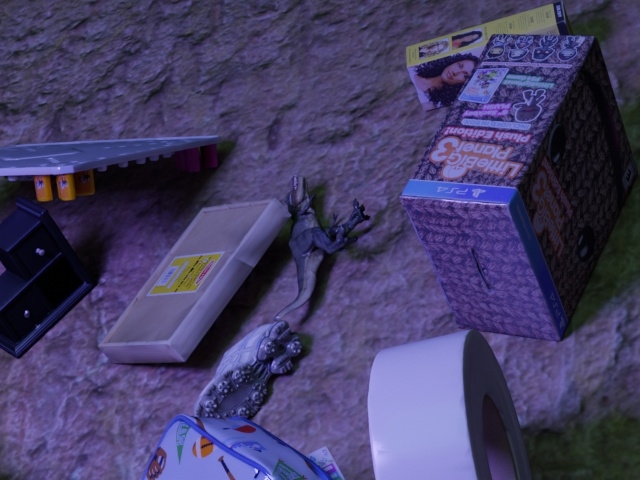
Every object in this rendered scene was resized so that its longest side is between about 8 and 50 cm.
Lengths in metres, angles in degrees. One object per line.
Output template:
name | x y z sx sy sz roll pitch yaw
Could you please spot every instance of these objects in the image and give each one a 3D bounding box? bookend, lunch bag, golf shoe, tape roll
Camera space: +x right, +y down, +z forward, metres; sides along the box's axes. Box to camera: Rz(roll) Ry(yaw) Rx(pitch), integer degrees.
bookend | -0.420 0.050 2.187 0.156 0.157 0.072 -44 42 -21
lunch bag | -0.105 0.347 1.624 0.243 0.115 0.303 25 100 46
golf shoe | -0.102 0.170 1.966 0.176 0.069 0.086 -42 24 -27
tape roll | 0.139 0.236 1.574 0.100 0.286 0.286 -15 41 15

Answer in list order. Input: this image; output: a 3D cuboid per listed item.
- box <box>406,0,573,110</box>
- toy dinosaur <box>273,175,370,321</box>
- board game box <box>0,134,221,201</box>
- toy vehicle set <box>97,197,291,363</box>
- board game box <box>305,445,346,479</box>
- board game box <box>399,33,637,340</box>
box | 0.243 -0.259 2.216 0.232 0.087 0.058 -16 38 14
toy dinosaur | 0.000 0.000 2.080 0.118 0.064 0.268 -27 33 23
board game box | -0.401 -0.102 2.263 0.390 0.050 0.390 -1 9 28
toy vehicle set | -0.169 0.054 2.101 0.166 0.035 0.267 -5 42 49
board game box | 0.033 0.304 1.657 0.026 0.154 0.103 -25 39 -7
board game box | 0.247 -0.068 1.887 0.141 0.232 0.291 6 50 33
